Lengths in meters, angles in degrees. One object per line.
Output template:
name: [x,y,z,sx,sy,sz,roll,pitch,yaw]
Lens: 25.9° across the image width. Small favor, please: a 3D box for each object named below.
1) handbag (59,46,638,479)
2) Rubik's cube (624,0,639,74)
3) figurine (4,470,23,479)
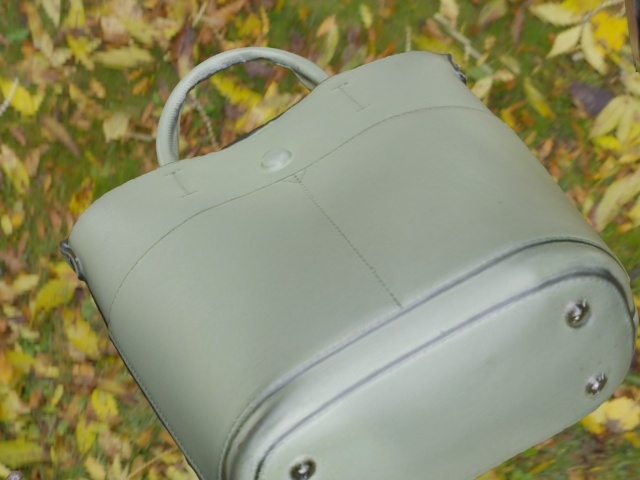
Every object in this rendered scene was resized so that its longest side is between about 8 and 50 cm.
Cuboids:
handbag: [0.000,0.000,0.709,0.241,0.109,0.315,-27,38,-8]
Rubik's cube: [0.246,-0.194,0.467,0.293,0.292,0.287,-7,103,11]
figurine: [-0.193,0.186,0.884,0.047,0.083,0.050,25,60,20]
